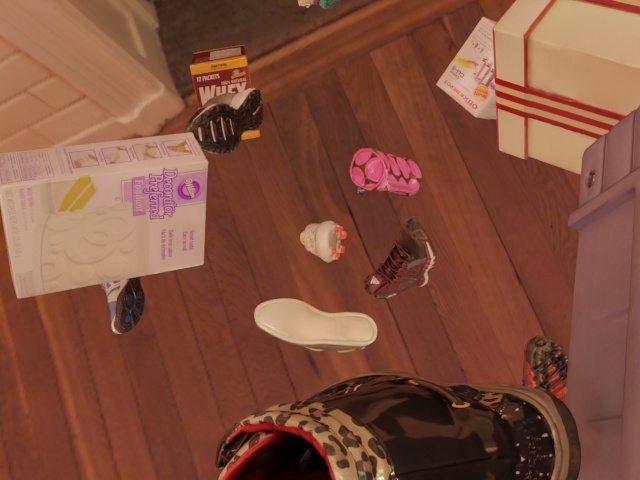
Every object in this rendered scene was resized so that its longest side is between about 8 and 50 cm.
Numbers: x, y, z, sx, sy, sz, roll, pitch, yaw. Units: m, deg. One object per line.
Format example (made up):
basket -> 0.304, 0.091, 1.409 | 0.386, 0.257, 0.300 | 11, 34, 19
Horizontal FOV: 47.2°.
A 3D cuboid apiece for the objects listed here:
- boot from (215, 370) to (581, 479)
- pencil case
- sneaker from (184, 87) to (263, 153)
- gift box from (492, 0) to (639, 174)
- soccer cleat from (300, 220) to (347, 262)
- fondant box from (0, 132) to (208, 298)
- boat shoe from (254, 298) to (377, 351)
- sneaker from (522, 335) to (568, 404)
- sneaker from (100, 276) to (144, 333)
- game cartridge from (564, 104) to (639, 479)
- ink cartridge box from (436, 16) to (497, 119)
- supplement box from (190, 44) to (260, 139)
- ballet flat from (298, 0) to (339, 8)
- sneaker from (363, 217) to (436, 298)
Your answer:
boot -> 0.003, 0.123, 0.431 | 0.236, 0.179, 0.085 | -15, 75, 48
pencil case -> 0.145, -0.138, 1.564 | 0.098, 0.209, 0.095 | 33, 108, 26
sneaker -> -0.211, -0.243, 1.502 | 0.108, 0.271, 0.100 | 2, 113, 20
gift box -> 0.382, -0.246, 0.984 | 0.258, 0.255, 0.276 | 25, 60, 29
soccer cleat -> 0.000, 0.000, 1.234 | 0.076, 0.196, 0.068 | 9, 90, 6
fondant box -> -0.367, -0.045, 1.256 | 0.330, 0.238, 0.096 | -11, 44, -24
boat shoe -> -0.019, 0.213, 1.766 | 0.305, 0.091, 0.109 | 10, 63, -16
sneaker -> 0.441, 0.306, 1.464 | 0.098, 0.135, 0.276 | -28, 110, -20
sneaker -> -0.444, 0.109, 1.627 | 0.081, 0.080, 0.211 | -13, 61, 19
game cartridge -> 0.202, 0.063, 0.400 | 0.068, 0.230, 0.355 | 12, 71, -1
ink cartridge box -> 0.368, -0.368, 1.591 | 0.128, 0.127, 0.176 | 46, 119, 22
supplement box -> -0.226, -0.352, 1.758 | 0.129, 0.194, 0.191 | -10, 113, -2
ballet flat -> 0.050, -0.378, 0.687 | 0.147, 0.409, 0.146 | 11, 65, -25
sneaker -> 0.177, 0.067, 1.724 | 0.163, 0.281, 0.106 | -28, 61, -10
